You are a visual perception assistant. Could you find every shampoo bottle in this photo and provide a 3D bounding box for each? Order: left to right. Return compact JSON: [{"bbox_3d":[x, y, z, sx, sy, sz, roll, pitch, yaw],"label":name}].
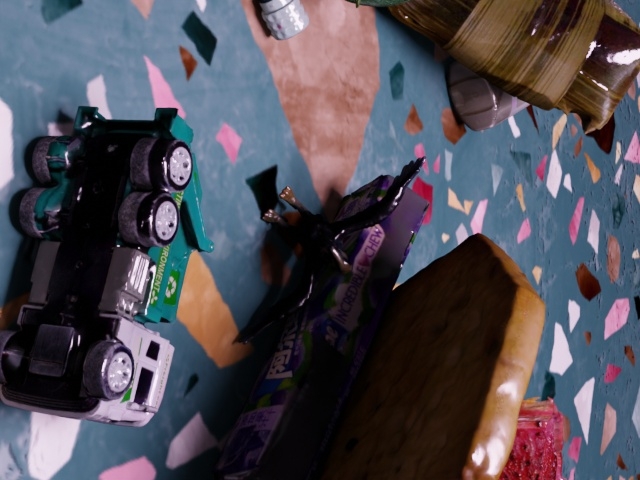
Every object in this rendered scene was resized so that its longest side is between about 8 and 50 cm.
[{"bbox_3d":[0.223,-0.196,1.331,0.227,0.056,0.086,-32,104,-49],"label":"shampoo bottle"}]

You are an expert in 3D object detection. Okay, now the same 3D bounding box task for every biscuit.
[{"bbox_3d":[0.053,0.154,0.899,0.046,0.359,0.359,32,60,-14],"label":"biscuit"}]

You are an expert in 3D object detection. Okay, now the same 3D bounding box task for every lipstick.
[{"bbox_3d":[-0.049,-0.227,0.986,0.037,0.037,0.116,-53,126,-39],"label":"lipstick"}]

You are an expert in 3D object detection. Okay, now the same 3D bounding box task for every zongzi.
[{"bbox_3d":[0.191,-0.256,1.224,0.286,0.134,0.288,32,24,-9],"label":"zongzi"}]

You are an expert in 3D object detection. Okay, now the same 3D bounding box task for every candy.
[{"bbox_3d":[0.004,0.079,1.005,0.061,0.088,0.312,37,58,-21],"label":"candy"}]

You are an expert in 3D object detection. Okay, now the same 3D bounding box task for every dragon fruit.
[{"bbox_3d":[0.193,0.279,1.249,0.161,0.126,0.274,-28,122,-61],"label":"dragon fruit"}]

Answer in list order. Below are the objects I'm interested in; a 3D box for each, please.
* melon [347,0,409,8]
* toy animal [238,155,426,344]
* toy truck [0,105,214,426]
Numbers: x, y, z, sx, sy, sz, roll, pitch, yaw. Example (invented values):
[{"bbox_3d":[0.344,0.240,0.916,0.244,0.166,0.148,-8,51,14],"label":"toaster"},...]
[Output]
[{"bbox_3d":[0.059,-0.319,1.007,0.182,0.182,0.287,39,61,-47],"label":"melon"},{"bbox_3d":[0.000,0.000,0.995,0.220,0.108,0.062,-48,136,-2],"label":"toy animal"},{"bbox_3d":[-0.138,0.021,0.808,0.116,0.110,0.215,38,60,-60],"label":"toy truck"}]
